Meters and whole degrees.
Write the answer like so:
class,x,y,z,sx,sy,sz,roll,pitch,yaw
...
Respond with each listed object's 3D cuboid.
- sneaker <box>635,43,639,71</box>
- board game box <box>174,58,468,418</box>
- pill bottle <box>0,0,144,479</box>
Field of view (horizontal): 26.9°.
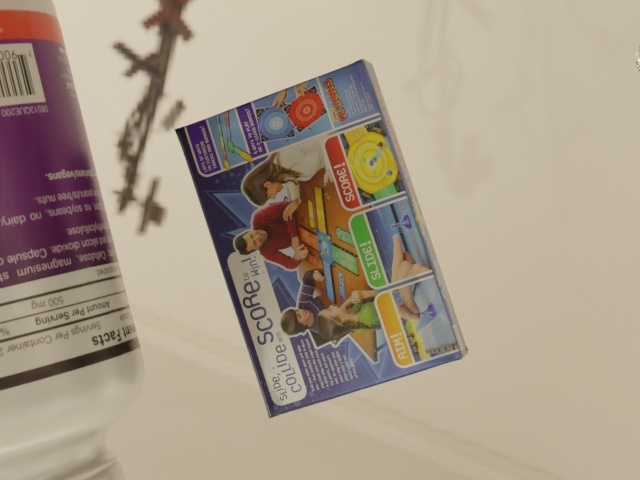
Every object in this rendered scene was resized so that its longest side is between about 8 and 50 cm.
class,x,y,z,sx,sy,sz,roll,pitch,yaw
sneaker,0.265,-0.141,0.764,0.107,0.110,0.275,31,-139,17
board game box,0.000,0.000,0.872,0.136,0.201,0.035,-18,177,14
pill bottle,-0.211,0.016,0.785,0.181,0.323,0.181,-13,-179,0
